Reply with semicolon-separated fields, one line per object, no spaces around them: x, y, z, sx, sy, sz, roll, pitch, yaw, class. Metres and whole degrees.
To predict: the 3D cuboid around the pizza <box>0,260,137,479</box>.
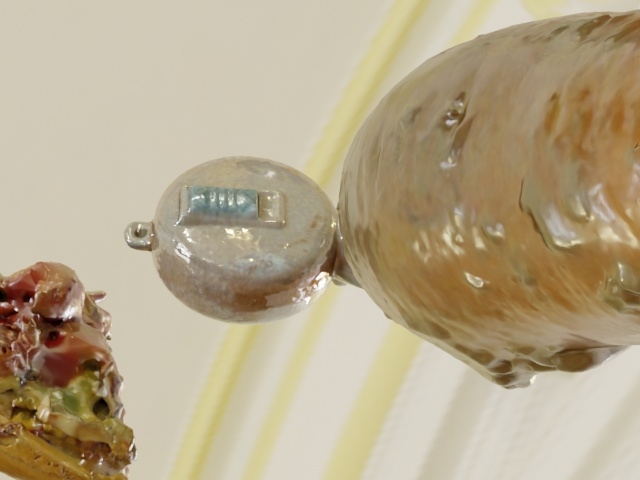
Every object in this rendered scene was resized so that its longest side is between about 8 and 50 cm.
-0.168;0.051;1.078;0.201;0.193;0.053;28;-65;-4;pizza

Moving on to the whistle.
0.000;0.000;1.108;0.220;0.107;0.057;5;-45;-5;whistle

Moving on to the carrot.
0.099;-0.023;0.700;0.138;0.302;0.139;4;-100;-23;carrot
